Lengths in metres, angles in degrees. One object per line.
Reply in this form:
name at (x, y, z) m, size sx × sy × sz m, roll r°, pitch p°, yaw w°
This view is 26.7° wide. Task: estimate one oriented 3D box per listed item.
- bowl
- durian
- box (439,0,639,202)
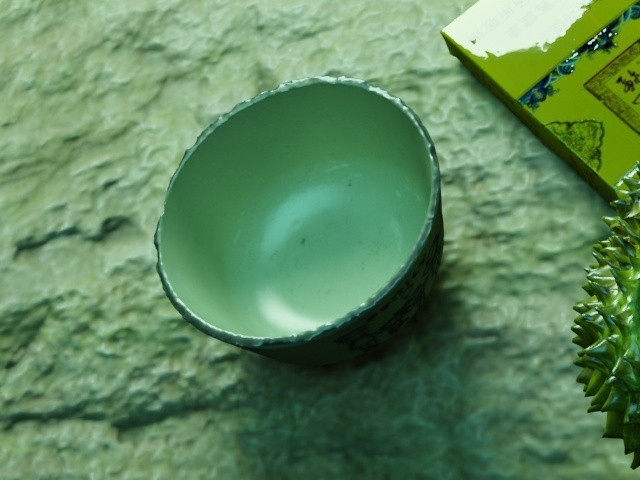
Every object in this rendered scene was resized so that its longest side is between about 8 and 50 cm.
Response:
bowl at (0.000, 0.000, 0.958) m, size 0.211 × 0.112 × 0.211 m, roll -12°, pitch 58°, yaw 19°
durian at (0.248, 0.049, 0.779) m, size 0.200 × 0.176 × 0.237 m, roll 6°, pitch 64°, yaw 20°
box at (0.227, -0.115, 0.968) m, size 0.153 × 0.041 × 0.279 m, roll -39°, pitch 54°, yaw -2°
